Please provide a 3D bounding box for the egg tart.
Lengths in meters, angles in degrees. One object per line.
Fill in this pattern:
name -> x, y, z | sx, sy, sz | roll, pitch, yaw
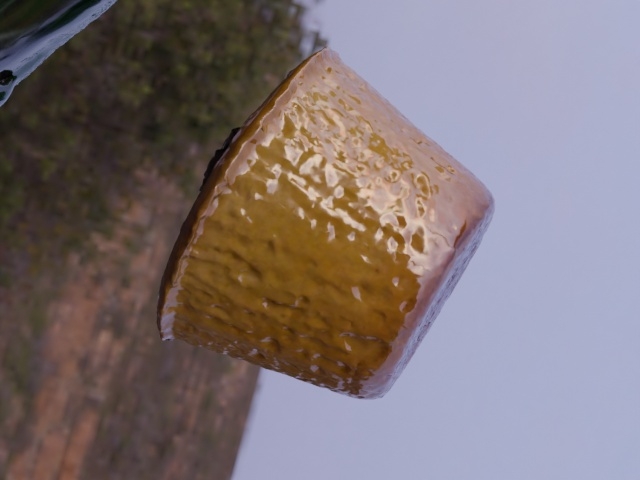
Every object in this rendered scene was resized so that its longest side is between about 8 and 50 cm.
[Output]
egg tart -> 0.000, 0.000, 1.035 | 0.215, 0.171, 0.215 | -56, 171, -13

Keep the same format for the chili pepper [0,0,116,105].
chili pepper -> -0.146, -0.155, 0.912 | 0.216, 0.108, 0.062 | -36, -133, 13
